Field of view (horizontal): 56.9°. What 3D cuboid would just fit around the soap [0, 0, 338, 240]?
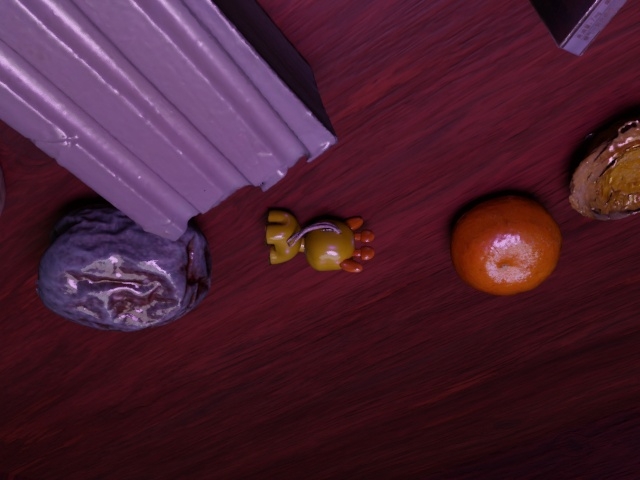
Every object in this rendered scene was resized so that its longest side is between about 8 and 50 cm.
[{"bbox_3d":[-0.236,-0.242,0.804,0.350,0.212,0.435,-25,137,23],"label":"soap"}]

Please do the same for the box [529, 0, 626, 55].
[{"bbox_3d":[0.385,-0.413,0.723,0.047,0.180,0.325,12,136,-21],"label":"box"}]

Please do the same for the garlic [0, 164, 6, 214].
[{"bbox_3d":[-0.639,-0.081,0.994,0.196,0.151,0.338,38,122,-25],"label":"garlic"}]

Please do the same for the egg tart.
[{"bbox_3d":[0.594,-0.157,1.119,0.291,0.107,0.290,-8,143,-6],"label":"egg tart"}]

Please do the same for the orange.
[{"bbox_3d":[0.379,0.006,1.225,0.224,0.170,0.224,3,121,4],"label":"orange"}]

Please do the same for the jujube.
[{"bbox_3d":[-0.360,0.047,1.124,0.308,0.215,0.246,11,113,-16],"label":"jujube"}]

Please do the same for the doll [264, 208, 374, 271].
[{"bbox_3d":[0.000,0.000,1.196,0.221,0.143,0.135,4,138,3],"label":"doll"}]
